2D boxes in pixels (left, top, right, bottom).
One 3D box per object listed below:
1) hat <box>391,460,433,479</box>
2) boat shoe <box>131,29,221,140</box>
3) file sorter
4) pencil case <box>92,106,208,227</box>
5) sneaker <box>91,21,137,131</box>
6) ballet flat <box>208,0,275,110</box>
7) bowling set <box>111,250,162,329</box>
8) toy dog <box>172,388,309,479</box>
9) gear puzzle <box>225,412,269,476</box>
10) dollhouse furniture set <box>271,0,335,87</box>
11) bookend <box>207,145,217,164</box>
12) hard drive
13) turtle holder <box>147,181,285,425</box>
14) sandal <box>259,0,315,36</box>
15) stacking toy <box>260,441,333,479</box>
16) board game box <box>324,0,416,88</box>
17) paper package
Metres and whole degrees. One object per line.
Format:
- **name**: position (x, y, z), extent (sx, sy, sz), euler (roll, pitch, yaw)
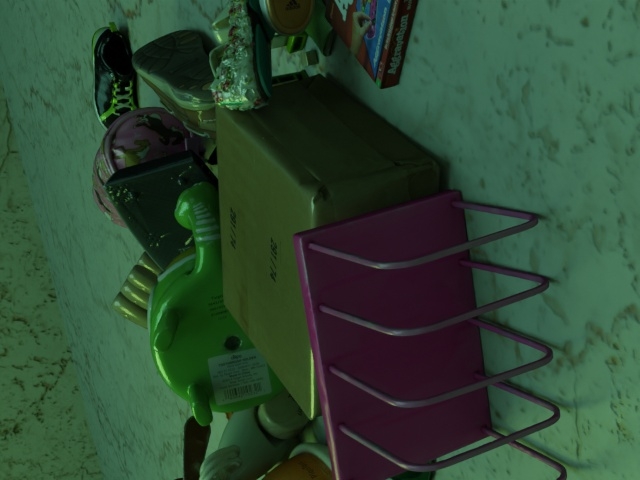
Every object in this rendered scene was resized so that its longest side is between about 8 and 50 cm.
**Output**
- **hat**: position (0.030, 0.274, 1.447), extent (0.208, 0.184, 0.173), euler (-1, 102, 66)
- **boat shoe**: position (-0.212, -0.243, 1.765), extent (0.324, 0.123, 0.116), euler (51, 164, 56)
- **file sorter**: position (0.122, 0.119, 1.130), extent (0.182, 0.202, 0.290), euler (16, 119, 60)
- **pencil case**: position (-0.310, -0.118, 1.954), extent (0.167, 0.160, 0.386), euler (47, 164, -4)
- **sneaker**: position (-0.408, -0.313, 2.202), extent (0.097, 0.084, 0.234), euler (17, 120, 62)
- **ballet flat**: position (-0.099, -0.248, 1.365), extent (0.241, 0.077, 0.091), euler (-88, -21, -46)
- **bowling set**: position (-0.274, 0.066, 2.113), extent (0.154, 0.199, 0.287), euler (32, 160, -7)
- **toy dog**: position (-0.163, 0.327, 1.763), extent (0.161, 0.334, 0.220), euler (41, 119, 21)
- **gear puzzle**: position (-0.137, 0.348, 2.046), extent (0.338, 0.044, 0.175), euler (67, 156, 18)
- **dollhouse furniture set**: position (-0.031, -0.247, 1.423), extent (0.076, 0.059, 0.151), euler (62, 154, 27)
- **bookend**: position (-0.095, -0.085, 1.650), extent (0.156, 0.072, 0.157), euler (70, 157, 10)
- **hard drive**: position (-0.214, -0.036, 1.760), extent (0.254, 0.172, 0.054), euler (60, -158, -44)
- **turtle holder**: position (-0.165, 0.097, 1.683), extent (0.320, 0.243, 0.227), euler (48, -173, -27)
- **sandal**: position (-0.028, -0.370, 1.301), extent (0.076, 0.102, 0.265), euler (24, 128, 52)
- **stacking toy**: position (-0.144, 0.524, 1.620), extent (0.350, 0.480, 0.350), euler (46, 144, 49)
- **board game box**: position (0.065, -0.319, 1.204), extent (0.145, 0.027, 0.281), euler (59, 152, 36)
- **paper package**: position (0.000, 0.000, 1.370), extent (0.309, 0.168, 0.324), euler (47, 145, 50)
